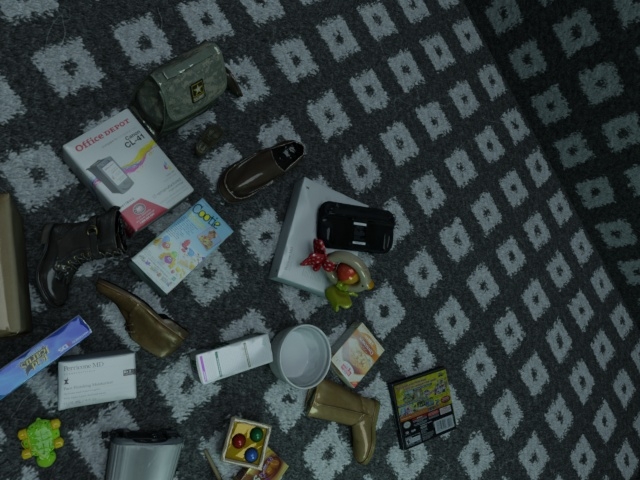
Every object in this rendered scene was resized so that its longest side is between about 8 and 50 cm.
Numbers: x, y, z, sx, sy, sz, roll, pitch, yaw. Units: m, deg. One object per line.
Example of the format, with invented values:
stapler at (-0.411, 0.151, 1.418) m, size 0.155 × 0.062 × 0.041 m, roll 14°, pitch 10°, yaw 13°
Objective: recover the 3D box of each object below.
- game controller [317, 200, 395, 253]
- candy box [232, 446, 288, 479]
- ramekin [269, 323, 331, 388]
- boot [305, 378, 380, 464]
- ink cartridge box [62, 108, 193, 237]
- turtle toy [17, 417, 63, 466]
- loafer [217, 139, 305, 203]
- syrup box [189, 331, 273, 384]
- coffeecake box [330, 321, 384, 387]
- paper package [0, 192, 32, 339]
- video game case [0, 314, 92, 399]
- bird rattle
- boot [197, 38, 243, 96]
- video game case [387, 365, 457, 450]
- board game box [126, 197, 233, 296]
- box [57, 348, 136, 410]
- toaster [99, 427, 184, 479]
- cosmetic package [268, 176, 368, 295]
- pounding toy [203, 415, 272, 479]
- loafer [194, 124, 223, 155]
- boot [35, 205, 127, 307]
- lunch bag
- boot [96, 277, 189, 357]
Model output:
game controller at (0.134, -0.044, 1.653) m, size 0.319 × 0.067 × 0.166 m, roll 7°, pitch 92°, yaw -27°
candy box at (-0.202, 0.751, 1.431) m, size 0.109 × 0.053 × 0.186 m, roll 49°, pitch 62°, yaw -12°
ramekin at (-0.076, 0.382, 1.520) m, size 0.207 × 0.109 × 0.207 m, roll 7°, pitch 78°, yaw -36°
boot at (0.066, 0.626, 1.584) m, size 0.269 × 0.089 × 0.236 m, roll 25°, pitch 60°, yaw -22°
ink cartridge box at (-0.569, -0.196, 1.361) m, size 0.226 × 0.131 × 0.306 m, roll -43°, pitch 104°, yaw -26°
turtle toy at (-0.721, 0.524, 1.184) m, size 0.095 × 0.066 × 0.130 m, roll -10°, pitch 86°, yaw -29°
loafer at (-0.197, -0.257, 1.571) m, size 0.366 × 0.130 × 0.134 m, roll -41°, pitch 101°, yaw -28°
syrup box at (-0.280, 0.366, 1.434) m, size 0.237 × 0.093 × 0.096 m, roll -10°, pitch 87°, yaw -29°
coffeecake box at (0.121, 0.413, 1.656) m, size 0.185 × 0.068 × 0.142 m, roll -44°, pitch 103°, yaw -27°
paper package at (-0.801, 0.078, 1.084) m, size 0.168 × 0.309 × 0.324 m, roll -5°, pitch 82°, yaw -29°
video game case at (-0.706, 0.293, 1.132) m, size 0.269 × 0.244 × 0.061 m, roll -40°, pitch 102°, yaw -28°
bird rattle at (0.070, 0.096, 1.514) m, size 0.143 × 0.207 × 0.253 m, roll -41°, pitch 112°, yaw -45°
boot at (-0.369, -0.570, 1.583) m, size 0.106 × 0.082 × 0.219 m, roll -39°, pitch 105°, yaw -6°
video game case at (0.402, 0.649, 1.784) m, size 0.275 × 0.035 × 0.248 m, roll -8°, pitch 85°, yaw -28°
board game box at (-0.426, 0.022, 1.390) m, size 0.144 × 0.142 × 0.275 m, roll 49°, pitch 63°, yaw -12°
box at (-0.596, 0.362, 1.215) m, size 0.181 × 0.182 × 0.119 m, roll -1°, pitch 82°, yaw -28°
toaster at (-0.498, 0.605, 1.256) m, size 0.227 × 0.129 × 0.146 m, roll 12°, pitch 78°, yaw -27°
cosmetic package at (0.000, 0.000, 1.650) m, size 0.284 × 0.097 × 0.377 m, roll 23°, pitch 71°, yaw -25°
pounding toy at (-0.261, 0.644, 1.367) m, size 0.181 × 0.094 × 0.206 m, roll 16°, pitch 62°, yaw -6°
loafer at (-0.381, -0.336, 1.535) m, size 0.056 × 0.050 × 0.148 m, roll 47°, pitch 48°, yaw -17°
boot at (-0.639, 0.043, 1.240) m, size 0.229 × 0.091 × 0.263 m, roll -7°, pitch 81°, yaw 6°
lunch bag at (-0.426, -0.464, 1.396) m, size 0.235 × 0.287 × 0.169 m, roll -43°, pitch 102°, yaw -28°
boot at (-0.536, 0.227, 1.322) m, size 0.305 × 0.112 × 0.115 m, roll 42°, pitch 75°, yaw -18°
